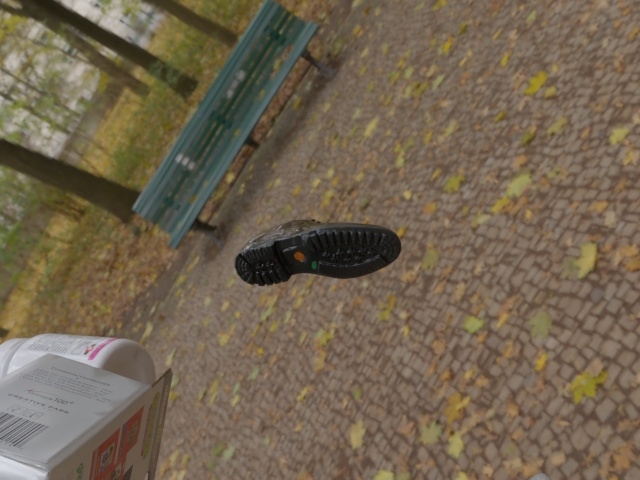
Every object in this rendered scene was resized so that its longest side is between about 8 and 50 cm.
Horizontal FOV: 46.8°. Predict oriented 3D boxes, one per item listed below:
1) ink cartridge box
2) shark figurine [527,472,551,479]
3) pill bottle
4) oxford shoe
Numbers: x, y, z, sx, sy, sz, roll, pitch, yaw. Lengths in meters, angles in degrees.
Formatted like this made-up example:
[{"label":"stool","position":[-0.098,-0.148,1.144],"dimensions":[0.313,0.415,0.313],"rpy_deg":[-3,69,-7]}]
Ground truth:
[{"label":"ink cartridge box","position":[-0.276,0.289,0.740],"dimensions":[0.272,0.130,0.309],"rpy_deg":[-35,-41,-76]},{"label":"shark figurine","position":[0.055,0.205,0.203],"dimensions":[0.278,0.116,0.166],"rpy_deg":[-111,44,-71]},{"label":"pill bottle","position":[-0.451,0.248,1.325],"dimensions":[0.283,0.160,0.160],"rpy_deg":[0,55,29]},{"label":"oxford shoe","position":[0.000,0.000,1.009],"dimensions":[0.227,0.082,0.096],"rpy_deg":[-3,31,17]}]
